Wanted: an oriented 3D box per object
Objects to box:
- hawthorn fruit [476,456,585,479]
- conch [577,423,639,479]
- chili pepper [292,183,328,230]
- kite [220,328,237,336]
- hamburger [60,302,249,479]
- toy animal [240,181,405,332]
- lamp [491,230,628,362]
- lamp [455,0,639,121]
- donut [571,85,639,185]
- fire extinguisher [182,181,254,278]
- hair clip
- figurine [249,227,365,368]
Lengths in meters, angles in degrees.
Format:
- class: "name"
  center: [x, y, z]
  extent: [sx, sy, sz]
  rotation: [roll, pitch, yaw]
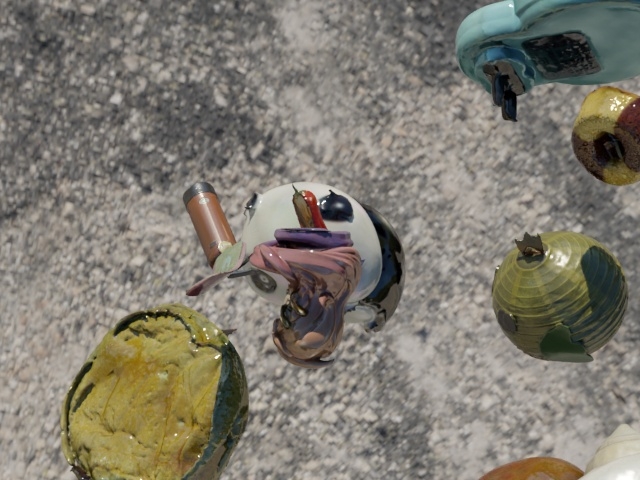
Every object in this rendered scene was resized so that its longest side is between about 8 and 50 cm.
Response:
- class: "hawthorn fruit"
  center: [0.364, 0.519, 1.796]
  extent: [0.267, 0.300, 0.268]
  rotation: [22, 62, -49]
- class: "conch"
  center: [0.122, 0.140, 0.333]
  extent: [0.104, 0.094, 0.176]
  rotation: [50, 15, -39]
- class: "chili pepper"
  center: [0.000, 0.000, 1.425]
  extent: [0.027, 0.045, 0.178]
  rotation: [-21, 91, -31]
- class: "kite"
  center: [-0.181, 0.185, 1.452]
  extent: [0.009, 0.232, 0.189]
  rotation: [19, 28, -26]
- class: "hamburger"
  center: [-0.208, 0.219, 1.320]
  extent: [0.285, 0.134, 0.265]
  rotation: [33, 87, 38]
- class: "toy animal"
  center: [-0.001, 0.018, 1.698]
  extent: [0.250, 0.310, 0.251]
  rotation: [-8, 66, 18]
- class: "lamp"
  center: [0.426, 0.086, 1.842]
  extent: [0.284, 0.250, 0.250]
  rotation: [52, 44, -35]
- class: "lamp"
  center: [0.300, -0.256, 1.205]
  extent: [0.209, 0.284, 0.147]
  rotation: [38, 31, -54]
- class: "donut"
  center: [0.485, -0.162, 1.659]
  extent: [0.166, 0.184, 0.073]
  rotation: [36, 65, 18]
- class: "fire extinguisher"
  center: [-0.139, -0.007, 1.378]
  extent: [0.062, 0.050, 0.177]
  rotation: [-28, 50, 0]
- class: "hair clip"
  center: [-0.119, 0.036, 1.190]
  extent: [0.022, 0.054, 0.137]
  rotation: [52, 17, -7]
- class: "figurine"
  center: [-0.011, 0.053, 1.063]
  extent: [0.126, 0.114, 0.157]
  rotation: [6, 69, -31]
